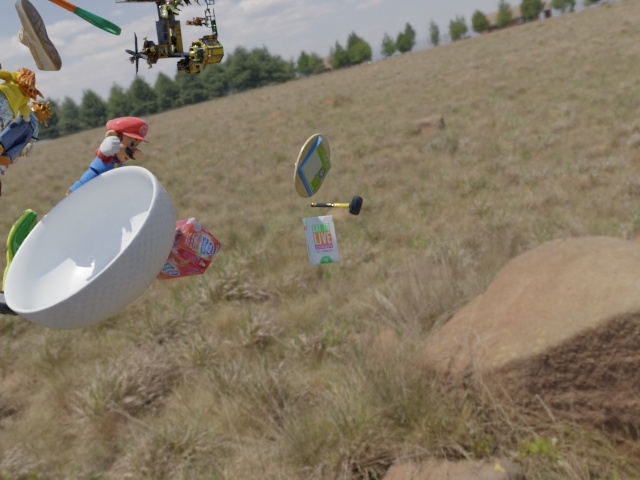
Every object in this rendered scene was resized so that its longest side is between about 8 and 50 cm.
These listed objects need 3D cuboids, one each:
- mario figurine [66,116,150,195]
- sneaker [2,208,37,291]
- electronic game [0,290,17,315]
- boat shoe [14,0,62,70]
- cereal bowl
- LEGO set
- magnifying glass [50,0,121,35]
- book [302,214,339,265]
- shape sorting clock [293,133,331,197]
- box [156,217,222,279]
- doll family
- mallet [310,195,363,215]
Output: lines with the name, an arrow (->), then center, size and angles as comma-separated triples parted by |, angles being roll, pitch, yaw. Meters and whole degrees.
mario figurine -> -0.620, -0.227, 1.823 | 0.320, 0.170, 0.198 | -54, 31, 6
sneaker -> -0.870, 0.047, 1.794 | 0.124, 0.295, 0.109 | 9, 16, -16
electronic game -> -0.666, 0.135, 1.272 | 0.230, 0.048, 0.229 | 12, -10, 2
boat shoe -> -0.648, -0.456, 1.349 | 0.059, 0.170, 0.063 | -8, 42, 5
cereal bowl -> -0.405, 0.028, 1.118 | 0.339, 0.141, 0.338 | -19, 44, 19
LEGO set -> -0.391, -0.571, 1.485 | 0.255, 0.331, 0.192 | 20, 30, 32
magnifying glass -> -0.670, -0.638, 1.684 | 0.231, 0.026, 0.092 | 21, 2, -44
book -> 0.000, 0.000, 1.820 | 0.096, 0.144, 0.035 | -7, -5, -33
shape sorting clock -> -0.026, -0.234, 1.878 | 0.040, 0.206, 0.206 | 23, 34, 26
box -> -0.441, 0.030, 1.823 | 0.257, 0.128, 0.122 | -9, 43, 43
doll family -> -0.589, -0.237, 1.156 | 0.119, 0.262, 0.163 | 10, 48, 2
mallet -> 0.052, -0.112, 2.043 | 0.190, 0.039, 0.062 | -4, 60, 23
